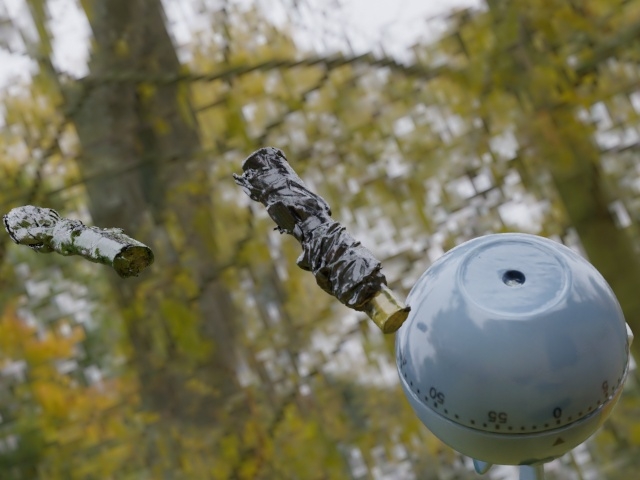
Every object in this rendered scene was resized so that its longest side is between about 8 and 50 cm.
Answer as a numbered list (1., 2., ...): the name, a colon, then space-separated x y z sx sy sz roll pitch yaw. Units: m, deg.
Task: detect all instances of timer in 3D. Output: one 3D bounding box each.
1. timer: 0.150 0.102 1.351 0.175 0.175 0.255 -25 -44 11

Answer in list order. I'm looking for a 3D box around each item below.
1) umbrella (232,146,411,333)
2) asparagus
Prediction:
1. umbrella: 0.000 0.000 1.149 0.040 0.144 0.037 -35 -28 -13
2. asparagus: -0.176 -0.001 1.370 0.165 0.030 0.036 14 47 46
